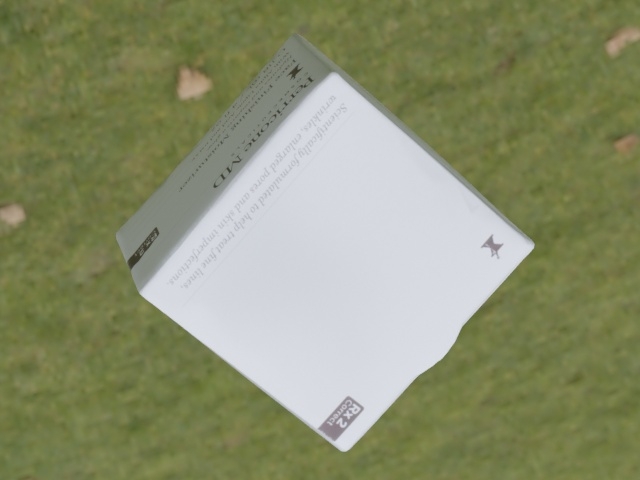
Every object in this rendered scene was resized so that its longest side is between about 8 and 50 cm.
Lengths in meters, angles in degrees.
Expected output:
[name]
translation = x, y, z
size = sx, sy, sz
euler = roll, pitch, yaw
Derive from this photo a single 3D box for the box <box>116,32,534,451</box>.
[box]
translation = 0.000, 0.000, 1.039
size = 0.182, 0.119, 0.181
euler = 40, 95, -23
